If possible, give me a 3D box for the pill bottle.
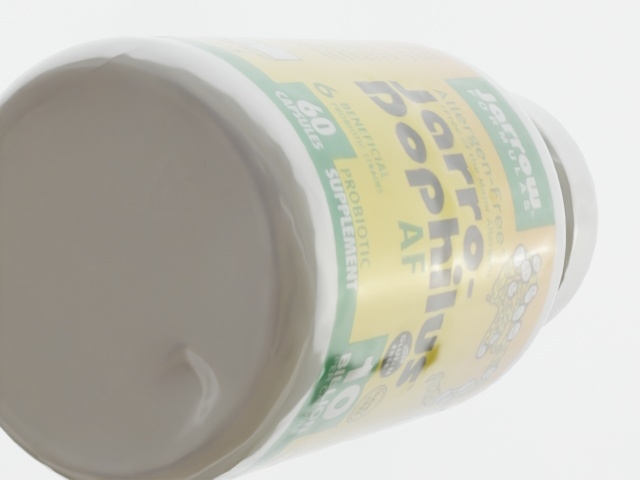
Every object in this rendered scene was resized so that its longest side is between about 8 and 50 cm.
[{"bbox_3d":[0.000,0.000,0.578,0.118,0.208,0.117,3,-85,31],"label":"pill bottle"}]
